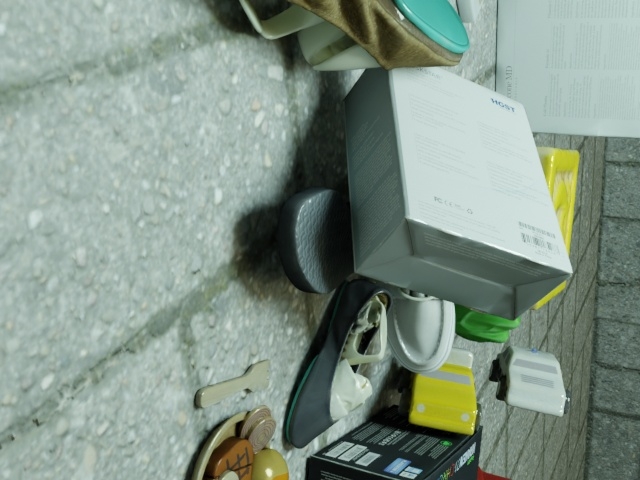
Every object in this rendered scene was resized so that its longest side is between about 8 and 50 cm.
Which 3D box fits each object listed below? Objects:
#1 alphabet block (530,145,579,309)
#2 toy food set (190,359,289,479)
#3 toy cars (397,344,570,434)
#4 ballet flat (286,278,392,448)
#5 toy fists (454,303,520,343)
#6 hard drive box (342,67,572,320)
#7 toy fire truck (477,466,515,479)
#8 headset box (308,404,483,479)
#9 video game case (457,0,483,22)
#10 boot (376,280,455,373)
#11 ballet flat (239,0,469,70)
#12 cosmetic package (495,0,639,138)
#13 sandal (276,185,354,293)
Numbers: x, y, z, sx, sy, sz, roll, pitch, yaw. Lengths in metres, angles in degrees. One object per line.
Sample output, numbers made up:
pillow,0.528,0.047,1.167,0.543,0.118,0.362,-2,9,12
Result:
alphabet block,0.210,-0.030,1.017,0.192,0.197,0.193,-13,108,-61
toy food set,-0.068,0.213,0.705,0.132,0.039,0.192,-9,105,-62
toy cars,0.235,0.185,1.098,0.394,0.176,0.087,3,100,-44
ballet flat,0.029,0.129,0.842,0.203,0.074,0.074,-66,149,-29
toy fists,0.248,0.012,1.164,0.096,0.142,0.279,2,96,-63
hard drive box,0.124,-0.059,0.768,0.181,0.089,0.232,18,47,-22
toy fire truck,0.256,0.476,1.176,0.302,0.254,0.169,-55,142,-43
headset box,0.086,0.373,0.951,0.246,0.131,0.283,-4,101,-62
video game case,0.225,-0.464,1.125,0.227,0.026,0.206,-65,149,-31
boot,0.099,0.032,0.894,0.123,0.095,0.258,-13,95,-79
ballet flat,0.010,-0.204,0.665,0.342,0.124,0.116,9,54,-60
cosmetic package,0.435,-0.362,1.282,0.097,0.284,0.377,-38,130,-57
sandal,0.000,0.001,0.778,0.254,0.055,0.097,8,89,-74
